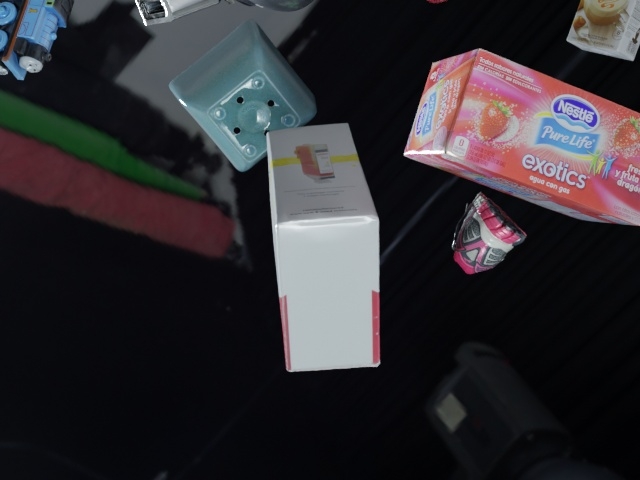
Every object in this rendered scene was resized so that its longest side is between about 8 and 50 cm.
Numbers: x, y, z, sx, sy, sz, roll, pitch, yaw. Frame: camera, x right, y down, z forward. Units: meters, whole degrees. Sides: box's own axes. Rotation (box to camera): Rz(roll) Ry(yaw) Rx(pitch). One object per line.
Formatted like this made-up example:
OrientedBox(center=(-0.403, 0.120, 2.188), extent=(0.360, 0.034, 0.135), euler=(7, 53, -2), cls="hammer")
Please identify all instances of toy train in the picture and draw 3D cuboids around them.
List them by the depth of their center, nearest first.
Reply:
OrientedBox(center=(-0.468, -0.347, 1.582), extent=(0.105, 0.184, 0.080), euler=(8, 160, 13), cls="toy train")

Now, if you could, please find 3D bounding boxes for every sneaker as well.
OrientedBox(center=(0.289, -0.011, 1.759), extent=(0.121, 0.112, 0.299), euler=(45, -169, 8), cls="sneaker")

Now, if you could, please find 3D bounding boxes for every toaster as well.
OrientedBox(center=(-0.258, -0.460, 1.670), extent=(0.186, 0.110, 0.168), euler=(14, 130, 56), cls="toaster")

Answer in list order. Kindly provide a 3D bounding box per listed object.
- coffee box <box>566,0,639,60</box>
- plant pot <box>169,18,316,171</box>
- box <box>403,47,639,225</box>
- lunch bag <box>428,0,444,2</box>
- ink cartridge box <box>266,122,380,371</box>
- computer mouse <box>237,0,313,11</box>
OrientedBox(center=(0.686, -0.556, 2.271), extent=(0.141, 0.246, 0.098), euler=(24, -171, 40), cls="coffee box")
OrientedBox(center=(-0.157, -0.297, 2.137), extent=(0.247, 0.248, 0.252), euler=(50, -175, -21), cls="plant pot")
OrientedBox(center=(0.286, -0.131, 1.309), extent=(0.300, 0.142, 0.154), euler=(18, 178, -16), cls="box")
OrientedBox(center=(0.258, -0.620, 1.847), extent=(0.120, 0.258, 0.293), euler=(-110, -7, -53), cls="lunch bag")
OrientedBox(center=(0.000, 0.000, 1.684), extent=(0.160, 0.279, 0.384), euler=(-5, -152, -2), cls="ink cartridge box")
OrientedBox(center=(-0.105, -0.456, 1.794), extent=(0.272, 0.072, 0.188), euler=(13, 179, 43), cls="computer mouse")
